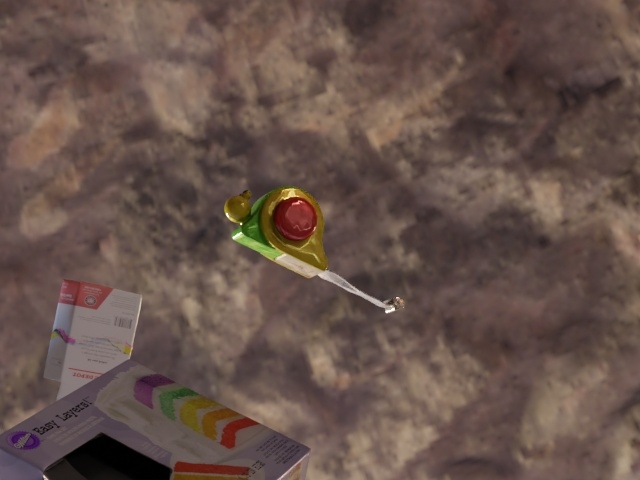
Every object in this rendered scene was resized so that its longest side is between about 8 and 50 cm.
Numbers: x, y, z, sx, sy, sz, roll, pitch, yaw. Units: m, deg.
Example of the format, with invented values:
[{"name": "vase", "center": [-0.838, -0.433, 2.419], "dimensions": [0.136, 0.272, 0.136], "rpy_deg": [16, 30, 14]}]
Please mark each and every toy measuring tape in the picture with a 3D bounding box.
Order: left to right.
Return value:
[{"name": "toy measuring tape", "center": [0.000, 0.000, 2.309], "dimensions": [0.330, 0.121, 0.121], "rpy_deg": [26, -50, -18]}]

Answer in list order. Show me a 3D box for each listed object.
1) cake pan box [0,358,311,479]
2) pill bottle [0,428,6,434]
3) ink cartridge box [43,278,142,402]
[{"name": "cake pan box", "center": [-0.175, 0.236, 1.501], "dimensions": [0.267, 0.245, 0.070], "rpy_deg": [-28, -44, -59]}, {"name": "pill bottle", "center": [-0.412, 0.412, 1.841], "dimensions": [0.229, 0.229, 0.408], "rpy_deg": [-15, -33, -5]}, {"name": "ink cartridge box", "center": [-0.360, 0.169, 2.299], "dimensions": [0.115, 0.198, 0.067], "rpy_deg": [15, -7, -35]}]
